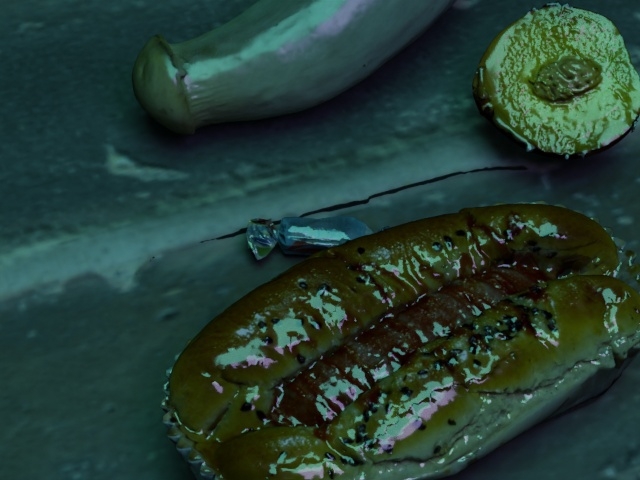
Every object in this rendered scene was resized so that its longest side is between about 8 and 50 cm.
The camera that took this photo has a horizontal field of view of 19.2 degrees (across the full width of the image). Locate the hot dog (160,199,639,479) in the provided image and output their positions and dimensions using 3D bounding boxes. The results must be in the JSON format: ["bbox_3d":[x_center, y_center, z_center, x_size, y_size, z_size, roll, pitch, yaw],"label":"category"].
[{"bbox_3d":[0.045,0.057,0.981,0.268,0.075,0.144,-25,60,-17],"label":"hot dog"}]

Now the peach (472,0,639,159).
[{"bbox_3d":[0.137,-0.084,1.091,0.098,0.061,0.098,-2,76,8],"label":"peach"}]

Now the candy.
[{"bbox_3d":[0.000,0.000,1.050,0.083,0.020,0.030,4,55,-2],"label":"candy"}]

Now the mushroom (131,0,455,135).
[{"bbox_3d":[0.010,-0.150,1.109,0.118,0.103,0.270,34,66,19],"label":"mushroom"}]
